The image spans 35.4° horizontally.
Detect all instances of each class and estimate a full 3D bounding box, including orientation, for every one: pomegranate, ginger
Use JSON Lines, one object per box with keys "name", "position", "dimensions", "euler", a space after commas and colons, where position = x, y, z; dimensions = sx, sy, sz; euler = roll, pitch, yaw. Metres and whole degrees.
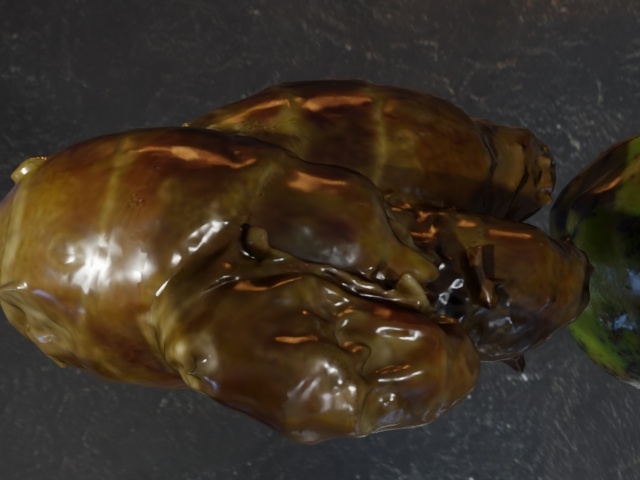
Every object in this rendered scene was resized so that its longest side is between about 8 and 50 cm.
{"name": "pomegranate", "position": [0.315, -0.004, 0.794], "dimensions": [0.276, 0.204, 0.222], "euler": [-31, 18, 2]}
{"name": "ginger", "position": [0.005, -0.005, 0.594], "dimensions": [0.274, 0.357, 0.152], "euler": [15, 115, 37]}
